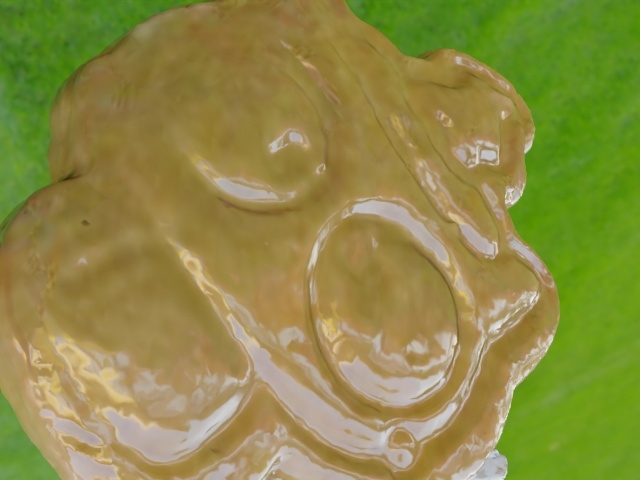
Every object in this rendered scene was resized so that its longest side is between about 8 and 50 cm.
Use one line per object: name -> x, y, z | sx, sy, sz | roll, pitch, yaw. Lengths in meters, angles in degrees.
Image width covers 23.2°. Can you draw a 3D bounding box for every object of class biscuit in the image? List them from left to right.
biscuit -> 0.003, -0.002, 0.743 | 0.051, 0.269, 0.376 | -33, -176, 45

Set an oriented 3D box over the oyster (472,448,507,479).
oyster -> 0.036, 0.217, 1.103 | 0.161, 0.107, 0.233 | -30, 156, -31
